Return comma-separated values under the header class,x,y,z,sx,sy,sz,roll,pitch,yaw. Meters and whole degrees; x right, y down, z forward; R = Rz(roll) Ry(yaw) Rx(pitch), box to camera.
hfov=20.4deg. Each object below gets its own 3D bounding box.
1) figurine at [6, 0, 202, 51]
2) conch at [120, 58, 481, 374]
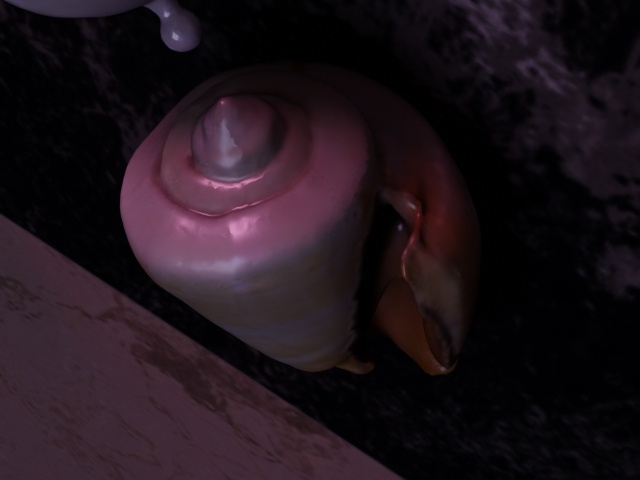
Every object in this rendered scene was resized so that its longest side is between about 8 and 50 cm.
class,x,y,z,sx,sy,sz,roll,pitch,yaw
figurine,-0.118,-0.179,0.709,0.237,0.141,0.162,41,178,-12
conch,-0.001,-0.012,0.841,0.158,0.127,0.255,-5,162,10
